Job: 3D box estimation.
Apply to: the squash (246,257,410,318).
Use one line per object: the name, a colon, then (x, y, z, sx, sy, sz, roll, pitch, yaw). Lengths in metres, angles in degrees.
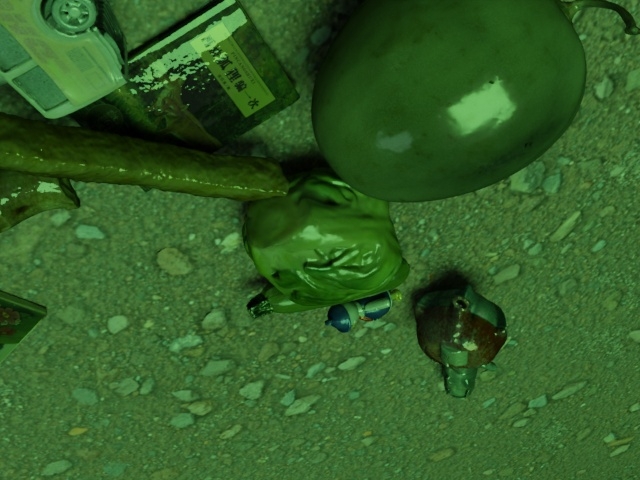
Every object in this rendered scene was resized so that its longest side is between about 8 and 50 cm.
squash: (0.011, 0.065, 1.148, 0.252, 0.066, 0.066, -12, 136, -9)

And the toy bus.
toy bus: (-0.305, -0.263, 0.688, 0.138, 0.097, 0.342, -25, 138, 14)

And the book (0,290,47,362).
book: (-0.563, 0.157, 1.056, 0.228, 0.018, 0.322, 29, 118, -39)

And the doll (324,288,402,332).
doll: (0.062, 0.104, 1.193, 0.143, 0.057, 0.099, -20, -174, -36)

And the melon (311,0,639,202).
melon: (0.136, -0.172, 0.830, 0.308, 0.272, 0.272, -28, 137, -2)

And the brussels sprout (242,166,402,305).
brussels sprout: (0.000, 0.000, 1.023, 0.223, 0.161, 0.223, 4, 146, 3)

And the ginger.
ginger: (-0.405, -0.046, 0.845, 0.263, 0.116, 0.109, -13, 120, -14)

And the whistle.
whistle: (0.236, 0.180, 1.312, 0.142, 0.133, 0.346, -6, 145, 5)

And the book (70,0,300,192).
book: (-0.157, -0.164, 0.890, 0.228, 0.024, 0.160, -29, 134, 9)

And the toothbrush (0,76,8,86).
toothbrush: (-0.450, -0.123, 0.814, 0.304, 0.030, 0.030, -23, 137, 2)

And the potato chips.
potato chips: (-0.222, -0.090, 0.844, 0.407, 0.057, 0.080, 6, 166, -37)
